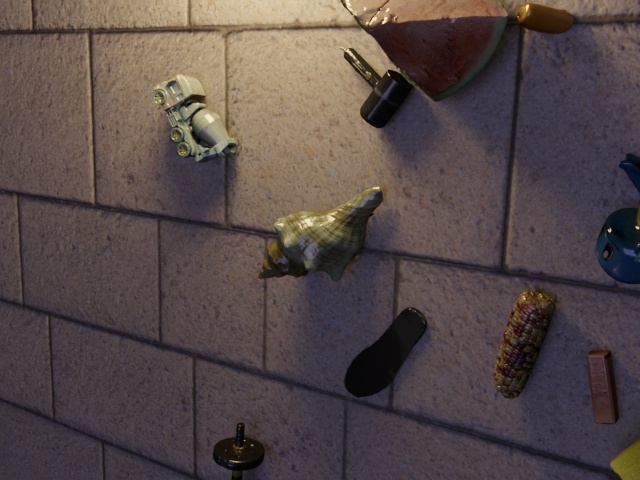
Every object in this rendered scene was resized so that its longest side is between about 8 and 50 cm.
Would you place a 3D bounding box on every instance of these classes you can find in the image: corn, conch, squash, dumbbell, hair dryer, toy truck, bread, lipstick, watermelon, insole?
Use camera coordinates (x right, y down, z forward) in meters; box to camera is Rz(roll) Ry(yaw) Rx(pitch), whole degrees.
[{"bbox_3d":[0.431,0.226,1.622,0.086,0.086,0.253,25,114,28],"label":"corn"},{"bbox_3d":[-0.006,0.008,1.827,0.386,0.169,0.203,-26,109,36],"label":"conch"},{"bbox_3d":[0.658,0.483,1.439,0.133,0.220,0.220,-45,74,27],"label":"squash"},{"bbox_3d":[-0.233,0.660,2.106,0.143,0.143,0.325,14,106,31],"label":"dumbbell"},{"bbox_3d":[0.106,-0.374,1.742,0.219,0.072,0.124,53,122,22],"label":"hair dryer"},{"bbox_3d":[-0.333,-0.324,2.017,0.140,0.108,0.256,-27,86,21],"label":"toy truck"},{"bbox_3d":[0.447,-0.444,1.514,0.062,0.103,0.049,-154,73,-74],"label":"bread"},{"bbox_3d":[0.584,0.303,1.557,0.045,0.045,0.145,-7,95,33],"label":"lipstick"},{"bbox_3d":[0.192,-0.436,1.604,0.292,0.320,0.222,-109,10,-48],"label":"watermelon"},{"bbox_3d":[0.157,0.282,1.856,0.110,0.012,0.309,44,119,20],"label":"insole"}]

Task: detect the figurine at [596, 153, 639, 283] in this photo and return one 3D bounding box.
[{"bbox_3d":[0.669,-0.082,1.347,0.416,0.243,0.297,-29,39,31],"label":"figurine"}]
